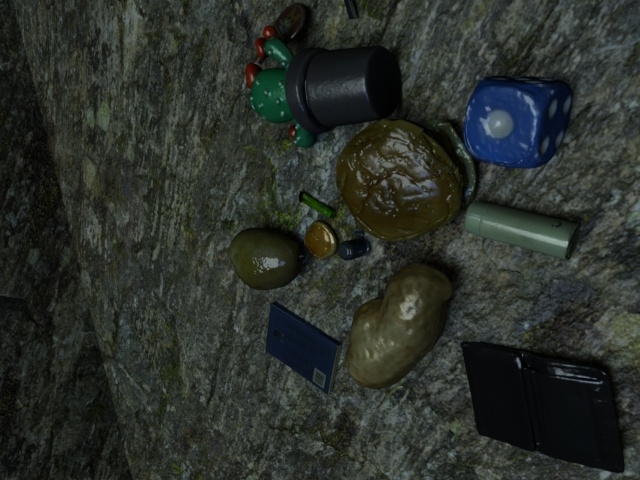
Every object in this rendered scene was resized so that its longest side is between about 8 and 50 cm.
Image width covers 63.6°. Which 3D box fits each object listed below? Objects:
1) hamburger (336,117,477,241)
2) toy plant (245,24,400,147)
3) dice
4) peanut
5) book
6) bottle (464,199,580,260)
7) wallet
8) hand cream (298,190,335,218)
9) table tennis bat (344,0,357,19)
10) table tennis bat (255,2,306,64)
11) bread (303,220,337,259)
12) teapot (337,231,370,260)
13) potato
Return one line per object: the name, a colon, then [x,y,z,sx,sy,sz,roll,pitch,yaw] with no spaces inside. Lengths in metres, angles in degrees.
hamburger: [0.170,-0.127,1.092,0.285,0.134,0.265,-32,93,45]
toy plant: [-0.024,-0.330,1.177,0.400,0.185,0.279,6,152,36]
dice: [0.348,-0.212,0.914,0.143,0.146,0.146,22,121,36]
peanut: [0.178,0.202,1.221,0.192,0.170,0.387,48,128,22]
book: [-0.059,0.327,1.578,0.269,0.025,0.190,27,122,31]
bottle: [0.388,-0.023,1.006,0.202,0.072,0.072,19,119,35]
wallet: [0.463,0.349,1.111,0.323,0.041,0.247,-2,105,45]
hand cream: [-0.012,-0.093,1.365,0.122,0.023,0.036,31,137,30]
table tennis bat: [0.046,-0.549,1.094,0.095,0.014,0.158,12,138,41]
table tennis bat: [-0.064,-0.478,1.269,0.170,0.119,0.107,-43,49,20]
bread: [0.000,0.000,1.392,0.110,0.024,0.110,18,119,36]
teapot: [0.079,0.015,1.287,0.049,0.083,0.063,-34,75,42]
potato: [-0.150,0.052,1.458,0.251,0.159,0.174,-1,130,33]
